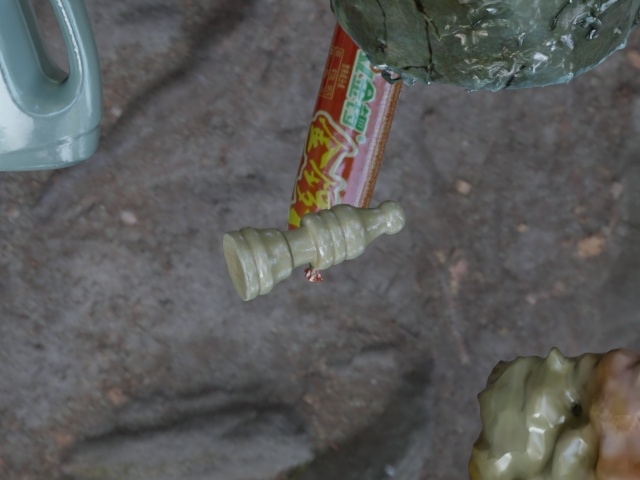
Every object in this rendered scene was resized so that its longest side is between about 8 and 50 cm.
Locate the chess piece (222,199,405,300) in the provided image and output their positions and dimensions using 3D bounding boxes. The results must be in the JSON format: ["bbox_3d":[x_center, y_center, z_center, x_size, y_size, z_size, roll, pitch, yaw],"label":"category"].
[{"bbox_3d":[0.000,0.000,0.720,0.092,0.035,0.035,-17,123,-17],"label":"chess piece"}]

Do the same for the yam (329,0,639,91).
[{"bbox_3d":[0.093,-0.265,0.826,0.241,0.241,0.348,-36,143,-20],"label":"yam"}]

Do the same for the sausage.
[{"bbox_3d":[0.025,-0.090,1.267,0.083,0.083,0.264,7,101,-42],"label":"sausage"}]

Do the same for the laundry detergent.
[{"bbox_3d":[-0.361,-0.269,1.493,0.125,0.264,0.398,-69,164,-57],"label":"laundry detergent"}]

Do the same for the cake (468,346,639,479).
[{"bbox_3d":[0.258,0.182,0.646,0.293,0.307,0.314,6,75,-42],"label":"cake"}]
